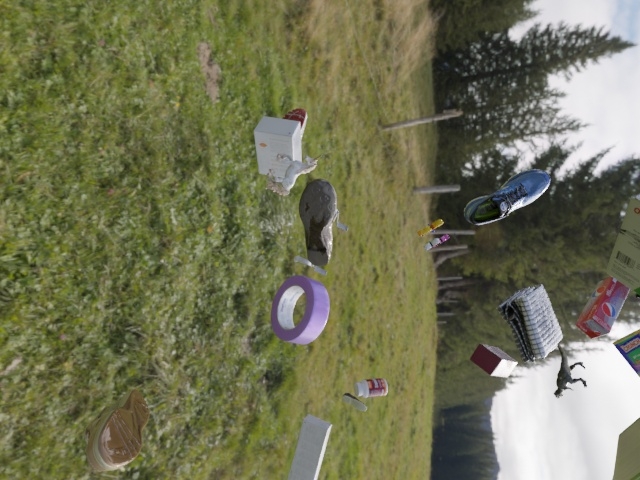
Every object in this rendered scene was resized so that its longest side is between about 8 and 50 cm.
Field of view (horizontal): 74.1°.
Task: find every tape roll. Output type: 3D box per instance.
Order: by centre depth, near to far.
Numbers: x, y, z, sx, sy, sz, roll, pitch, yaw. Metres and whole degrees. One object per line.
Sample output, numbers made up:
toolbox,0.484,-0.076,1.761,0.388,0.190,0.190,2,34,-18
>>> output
tape roll,-0.089,0.287,1.764,0.090,0.274,0.275,25,61,-39

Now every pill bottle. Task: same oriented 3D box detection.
pill bottle,0.246,0.725,2.084,0.086,0.151,0.086,180,-90,-71

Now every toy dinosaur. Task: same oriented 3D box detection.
toy dinosaur,1.058,0.565,1.799,0.064,0.118,0.269,-46,133,-73

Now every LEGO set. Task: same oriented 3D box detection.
LEGO set,0.423,-0.029,1.563,0.087,0.093,0.227,59,21,9

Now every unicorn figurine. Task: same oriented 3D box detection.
unicorn figurine,-0.082,-0.201,1.205,0.162,0.111,0.060,-60,-175,13

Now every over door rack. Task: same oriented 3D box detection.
over door rack,0.000,0.000,1.673,0.240,0.108,0.324,-63,165,-5

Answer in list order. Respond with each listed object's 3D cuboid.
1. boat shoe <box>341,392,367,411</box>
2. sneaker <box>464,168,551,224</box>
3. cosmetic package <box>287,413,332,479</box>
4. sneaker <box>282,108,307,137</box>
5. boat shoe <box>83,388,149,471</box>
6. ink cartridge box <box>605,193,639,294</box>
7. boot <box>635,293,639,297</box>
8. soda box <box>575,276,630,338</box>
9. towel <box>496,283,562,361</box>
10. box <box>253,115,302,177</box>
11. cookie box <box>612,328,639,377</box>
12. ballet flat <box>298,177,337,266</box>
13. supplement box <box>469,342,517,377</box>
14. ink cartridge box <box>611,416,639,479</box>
boat shoe,0.171,0.794,2.090,0.042,0.132,0.049,-29,140,-65
sneaker,0.706,-0.147,1.599,0.130,0.329,0.147,54,23,-7
cosmetic package,-0.039,0.768,1.540,0.060,0.098,0.239,0,106,-72
sneaker,-0.108,-0.370,1.539,0.226,0.088,0.092,-64,163,17
boat shoe,-0.511,0.476,1.040,0.122,0.110,0.341,64,-11,-2
ink cartridge box,0.718,0.017,0.888,0.153,0.086,0.209,-121,-162,-52
boot,1.045,0.180,1.340,0.045,0.121,0.099,55,-3,-8
soda box,1.116,0.260,1.674,0.263,0.083,0.092,-42,170,-28
towel,0.795,0.308,1.605,0.283,0.121,0.235,-12,82,-48
box,-0.135,-0.301,1.386,0.171,0.129,0.091,91,14,-47
cookie box,0.884,0.306,1.164,0.107,0.040,0.092,63,-35,27
ballet flat,-0.001,-0.042,0.959,0.058,0.084,0.250,-73,166,-44
supplement box,0.694,0.481,1.696,0.188,0.104,0.081,22,101,-45
ink cartridge box,0.633,0.422,0.812,0.235,0.056,0.171,-32,147,-46
